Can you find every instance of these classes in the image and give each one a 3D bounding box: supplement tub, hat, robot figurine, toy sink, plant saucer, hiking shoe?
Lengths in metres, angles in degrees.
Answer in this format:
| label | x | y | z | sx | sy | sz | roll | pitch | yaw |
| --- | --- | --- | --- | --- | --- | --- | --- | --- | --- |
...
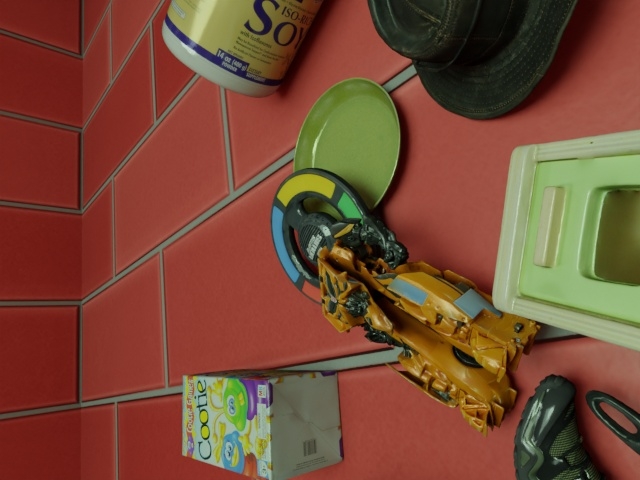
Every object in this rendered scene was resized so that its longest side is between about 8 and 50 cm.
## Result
| label | x | y | z | sx | sy | sz | roll | pitch | yaw |
| --- | --- | --- | --- | --- | --- | --- | --- | --- | --- |
| supplement tub | -0.114 | -0.456 | 0.806 | 0.331 | 0.241 | 0.241 | -55 | 49 | 29 |
| hat | 0.128 | -0.299 | 0.522 | 0.331 | 0.133 | 0.332 | 167 | 90 | -73 |
| robot figurine | 0.101 | 0.090 | 0.555 | 0.291 | 0.085 | 0.211 | 29 | 139 | 37 |
| toy sink | 0.239 | -0.001 | 0.382 | 0.234 | 0.131 | 0.153 | -165 | 83 | -68 |
| plant saucer | 0.044 | -0.138 | 0.740 | 0.240 | 0.037 | 0.241 | -7 | 81 | 48 |
| hiking shoe | 0.254 | 0.244 | 0.436 | 0.114 | 0.086 | 0.227 | 0 | 94 | 39 |

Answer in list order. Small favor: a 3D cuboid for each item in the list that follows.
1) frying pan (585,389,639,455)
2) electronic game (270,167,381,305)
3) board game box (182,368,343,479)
| label | x | y | z | sx | sy | sz | roll | pitch | yaw |
| --- | --- | --- | --- | --- | --- | --- | --- | --- | --- |
| frying pan | 0.357 | 0.262 | 0.328 | 0.326 | 0.053 | 0.198 | 13 | 96 | 50 |
| electronic game | 0.000 | 0.000 | 0.718 | 0.229 | 0.048 | 0.230 | 19 | 119 | 39 |
| board game box | -0.111 | 0.298 | 0.779 | 0.275 | 0.144 | 0.142 | -16 | 73 | 45 |
